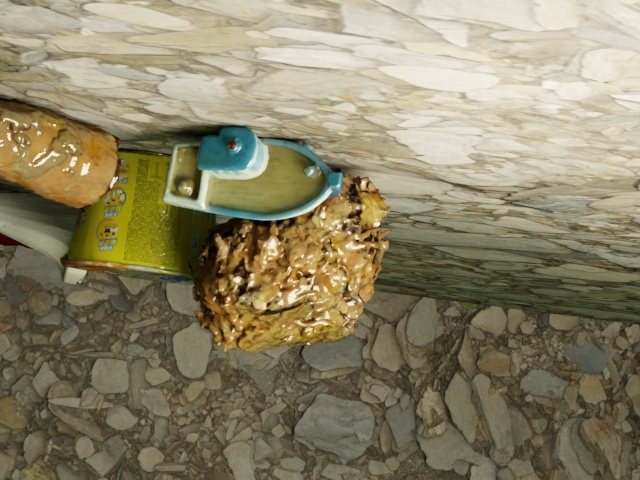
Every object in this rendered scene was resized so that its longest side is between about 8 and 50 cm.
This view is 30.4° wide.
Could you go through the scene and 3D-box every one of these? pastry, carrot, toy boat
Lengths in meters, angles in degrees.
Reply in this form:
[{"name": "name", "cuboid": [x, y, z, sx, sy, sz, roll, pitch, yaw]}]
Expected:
[{"name": "pastry", "cuboid": [-0.023, 0.038, 1.369, 0.275, 0.193, 0.275, -24, -176, 2]}, {"name": "carrot", "cuboid": [-0.322, -0.099, 1.199, 0.102, 0.101, 0.263, 3, 172, 36]}, {"name": "toy boat", "cuboid": [-0.078, -0.069, 1.231, 0.215, 0.088, 0.102, 6, 171, 19]}]

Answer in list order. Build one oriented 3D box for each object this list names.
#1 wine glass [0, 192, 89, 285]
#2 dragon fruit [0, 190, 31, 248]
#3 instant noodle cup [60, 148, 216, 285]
[{"name": "wine glass", "cuboid": [-0.417, -0.033, 1.701, 0.197, 0.165, 0.165, 16, 172, -16]}, {"name": "dragon fruit", "cuboid": [-0.633, -0.049, 2.019, 0.344, 0.100, 0.282, 5, 173, -15]}, {"name": "instant noodle cup", "cuboid": [-0.216, -0.028, 1.491, 0.205, 0.153, 0.205, 7, 176, 0]}]
